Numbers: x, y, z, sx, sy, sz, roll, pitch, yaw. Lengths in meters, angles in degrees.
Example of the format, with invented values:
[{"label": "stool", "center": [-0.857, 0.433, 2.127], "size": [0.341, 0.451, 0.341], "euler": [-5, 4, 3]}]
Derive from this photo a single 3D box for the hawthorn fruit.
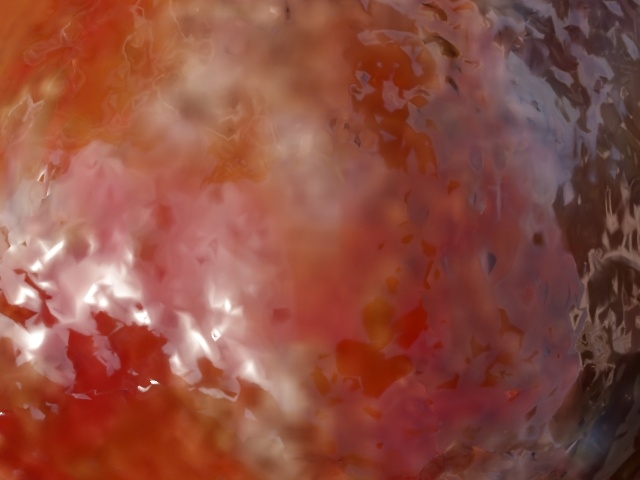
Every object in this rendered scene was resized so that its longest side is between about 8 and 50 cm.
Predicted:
[{"label": "hawthorn fruit", "center": [0.000, 0.000, 0.579], "size": [0.284, 0.284, 0.284], "euler": [-1, 97, -7]}]
